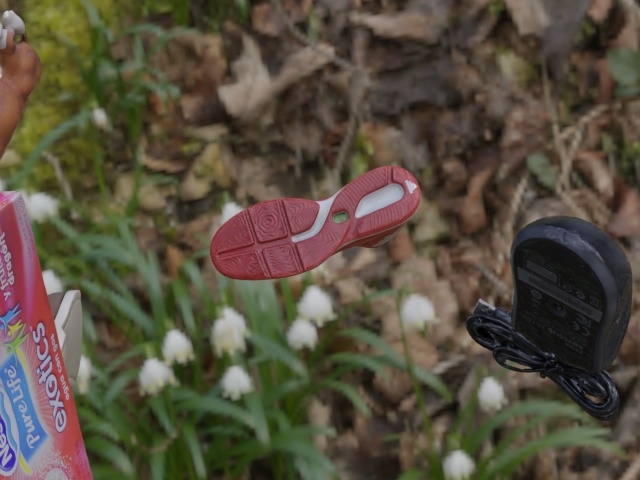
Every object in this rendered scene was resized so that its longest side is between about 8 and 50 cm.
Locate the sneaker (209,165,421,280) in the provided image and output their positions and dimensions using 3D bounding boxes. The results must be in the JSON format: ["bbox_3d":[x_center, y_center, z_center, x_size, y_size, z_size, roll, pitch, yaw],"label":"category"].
[{"bbox_3d":[0.000,0.000,1.494,0.221,0.087,0.128,-15,-15,1],"label":"sneaker"}]

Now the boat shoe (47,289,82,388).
[{"bbox_3d":[-0.321,0.127,1.601,0.096,0.117,0.324,0,13,-4],"label":"boat shoe"}]

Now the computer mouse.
[{"bbox_3d":[0.245,0.055,1.439,0.188,0.272,0.072,33,62,21],"label":"computer mouse"}]

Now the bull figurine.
[{"bbox_3d":[-0.382,-0.116,1.527,0.101,0.188,0.310,9,61,8],"label":"bull figurine"}]

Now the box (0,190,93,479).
[{"bbox_3d":[-0.290,0.124,1.094,0.154,0.300,0.142,1,27,18],"label":"box"}]
